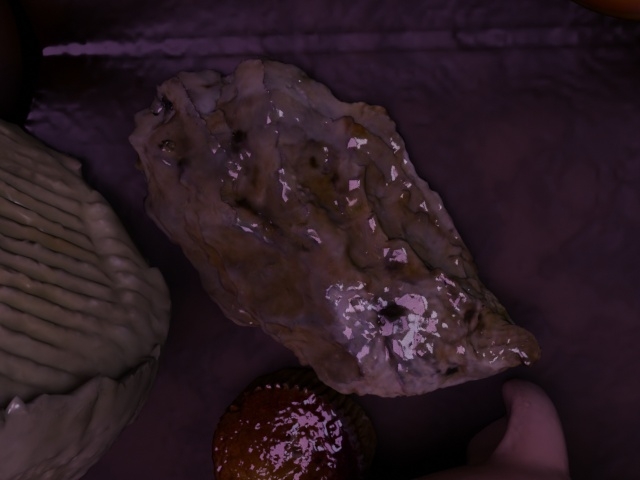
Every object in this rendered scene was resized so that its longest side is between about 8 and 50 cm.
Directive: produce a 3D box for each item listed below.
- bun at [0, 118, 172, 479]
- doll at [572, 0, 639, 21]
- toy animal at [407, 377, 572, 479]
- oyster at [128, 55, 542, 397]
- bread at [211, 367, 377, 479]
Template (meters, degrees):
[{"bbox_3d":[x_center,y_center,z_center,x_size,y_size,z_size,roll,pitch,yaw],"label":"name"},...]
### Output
[{"bbox_3d":[-0.203,0.031,0.419,0.259,0.259,0.152,39,112,2],"label":"bun"},{"bbox_3d":[0.186,-0.156,0.328,0.269,0.166,0.162,4,102,15],"label":"doll"},{"bbox_3d":[0.029,0.211,0.425,0.195,0.213,0.256,57,134,36],"label":"toy animal"},{"bbox_3d":[-0.009,0.001,0.455,0.133,0.072,0.209,-35,92,15],"label":"oyster"},{"bbox_3d":[-0.014,0.109,0.488,0.085,0.053,0.085,3,103,12],"label":"bread"}]
